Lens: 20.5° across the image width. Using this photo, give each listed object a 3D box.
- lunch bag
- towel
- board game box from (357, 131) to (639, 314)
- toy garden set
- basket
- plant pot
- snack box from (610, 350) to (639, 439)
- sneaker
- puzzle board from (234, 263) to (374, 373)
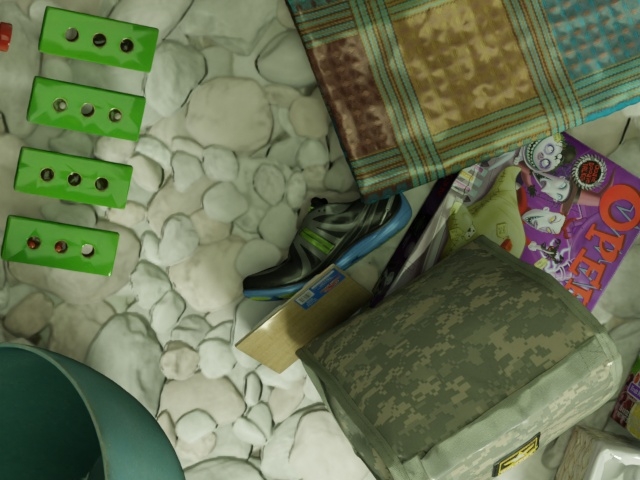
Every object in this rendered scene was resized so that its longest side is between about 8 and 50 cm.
[{"bbox_3d":[0.136,0.136,1.654,0.235,0.287,0.169,-32,106,-5],"label":"lunch bag"},{"bbox_3d":[0.166,-0.222,1.733,0.370,0.040,0.271,-22,93,-7],"label":"towel"},{"bbox_3d":[0.176,0.046,1.817,0.208,0.056,0.347,29,94,-21],"label":"board game box"},{"bbox_3d":[-0.278,-0.103,1.683,0.204,0.049,0.244,10,100,-16],"label":"toy garden set"},{"bbox_3d":[0.303,0.289,1.866,0.113,0.103,0.167,15,97,-15],"label":"basket"},{"bbox_3d":[-0.239,0.250,1.672,0.195,0.290,0.290,14,101,-52],"label":"plant pot"},{"bbox_3d":[0.398,0.126,1.815,0.070,0.174,0.207,22,95,-19],"label":"snack box"},{"bbox_3d":[0.000,0.000,1.765,0.188,0.067,0.078,-34,86,-2],"label":"sneaker"},{"bbox_3d":[-0.016,0.077,1.760,0.128,0.011,0.096,-40,147,8],"label":"puzzle board"}]
